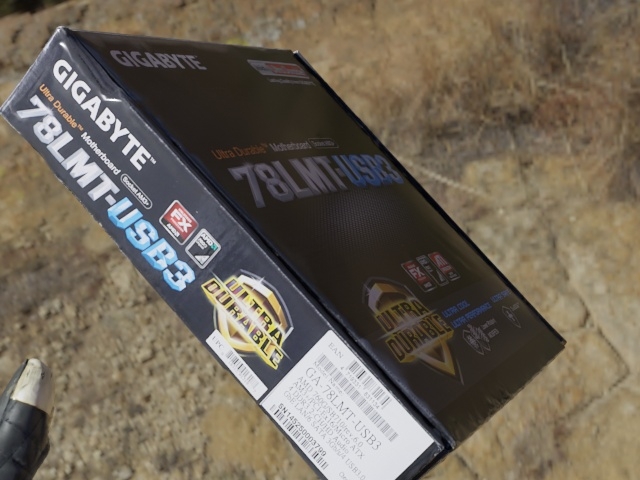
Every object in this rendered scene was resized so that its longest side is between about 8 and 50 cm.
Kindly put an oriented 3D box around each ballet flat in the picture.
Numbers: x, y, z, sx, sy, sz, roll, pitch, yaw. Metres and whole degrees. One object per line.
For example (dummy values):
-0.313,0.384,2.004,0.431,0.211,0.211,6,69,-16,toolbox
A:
-0.136,0.138,0.513,0.049,0.057,0.173,11,77,-12,ballet flat

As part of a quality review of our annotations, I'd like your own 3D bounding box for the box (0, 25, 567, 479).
0.000,0.000,0.714,0.073,0.295,0.293,-45,77,20,box
